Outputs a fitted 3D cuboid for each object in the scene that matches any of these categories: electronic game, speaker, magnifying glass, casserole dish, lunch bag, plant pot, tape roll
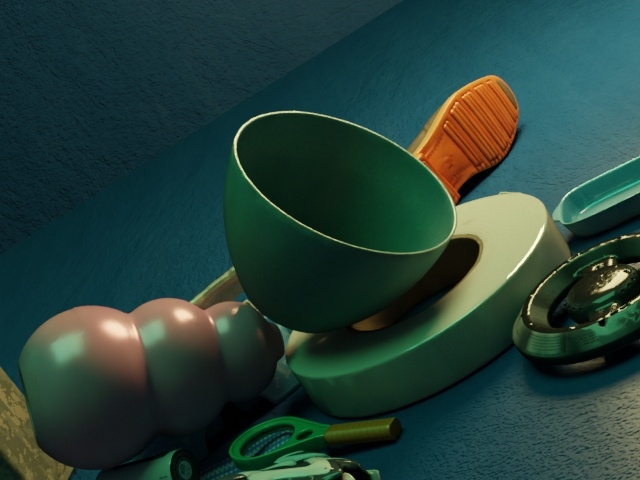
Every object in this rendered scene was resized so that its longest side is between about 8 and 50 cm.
[{"bbox_3d":[0.318,0.063,1.651,0.229,0.048,0.229,-28,18,10],"label":"electronic game"},{"bbox_3d":[-0.217,0.299,1.846,0.136,0.055,0.055,-19,22,35],"label":"speaker"},{"bbox_3d":[-0.009,0.235,1.758,0.231,0.026,0.092,-14,20,33],"label":"magnifying glass"},{"bbox_3d":[0.386,-0.059,1.884,0.188,0.037,0.114,-28,18,19],"label":"casserole dish"},{"bbox_3d":[-0.545,0.328,2.141,0.287,0.235,0.169,-27,21,19],"label":"lunch bag"},{"bbox_3d":[0.000,0.000,1.848,0.290,0.290,0.195,-63,-3,-58],"label":"plant pot"},{"bbox_3d":[0.136,0.077,1.899,0.392,0.072,0.392,-30,17,10],"label":"tape roll"}]

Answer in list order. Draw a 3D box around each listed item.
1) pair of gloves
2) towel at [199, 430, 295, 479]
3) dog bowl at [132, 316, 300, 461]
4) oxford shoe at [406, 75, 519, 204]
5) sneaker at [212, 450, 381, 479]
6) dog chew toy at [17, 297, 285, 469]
[{"bbox_3d":[-0.168,0.143,2.115,0.204,0.042,0.240,-38,-22,-10],"label":"pair of gloves"},{"bbox_3d":[-0.143,0.341,1.734,0.243,0.040,0.336,-28,18,13],"label":"towel"},{"bbox_3d":[-0.146,0.210,2.033,0.297,0.074,0.166,-36,18,-8],"label":"dog bowl"},{"bbox_3d":[0.181,-0.132,2.299,0.132,0.130,0.364,-21,20,52],"label":"oxford shoe"},{"bbox_3d":[-0.029,0.283,1.539,0.153,0.094,0.235,-10,1,44],"label":"sneaker"},{"bbox_3d":[-0.208,0.167,1.878,0.332,0.207,0.206,-13,13,-14],"label":"dog chew toy"}]
